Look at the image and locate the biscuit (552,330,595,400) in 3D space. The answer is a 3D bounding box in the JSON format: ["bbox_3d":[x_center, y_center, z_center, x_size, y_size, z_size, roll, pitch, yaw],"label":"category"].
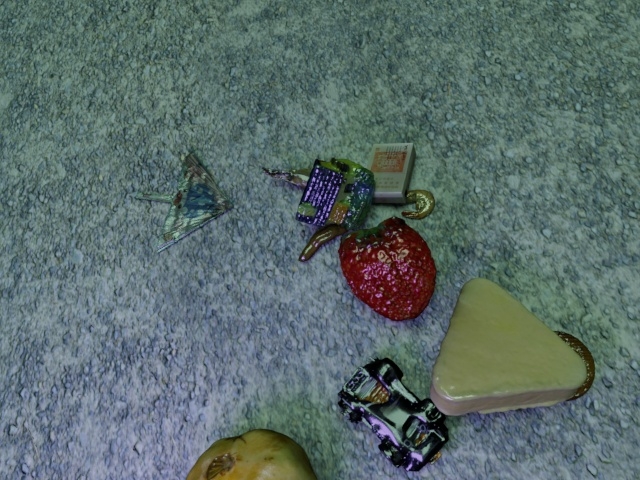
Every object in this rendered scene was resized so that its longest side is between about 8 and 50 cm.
[{"bbox_3d":[0.629,0.330,1.486,0.188,0.027,0.187,-4,65,9],"label":"biscuit"}]

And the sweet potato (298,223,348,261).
[{"bbox_3d":[-0.002,-0.001,1.736,0.182,0.054,0.053,-37,59,-5],"label":"sweet potato"}]

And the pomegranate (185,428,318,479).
[{"bbox_3d":[-0.162,0.623,1.347,0.333,0.332,0.332,-4,66,9],"label":"pomegranate"}]

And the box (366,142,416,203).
[{"bbox_3d":[0.214,-0.212,1.760,0.141,0.058,0.201,4,58,25],"label":"box"}]

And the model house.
[{"bbox_3d":[0.033,-0.138,1.657,0.170,0.211,0.194,35,114,30],"label":"model house"}]

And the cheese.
[{"bbox_3d":[0.485,0.299,1.429,0.384,0.104,0.384,-1,50,2],"label":"cheese"}]

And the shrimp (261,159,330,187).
[{"bbox_3d":[-0.057,-0.218,1.839,0.262,0.066,0.117,13,54,1],"label":"shrimp"}]

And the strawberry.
[{"bbox_3d":[0.189,0.090,1.568,0.239,0.250,0.288,-20,90,-6],"label":"strawberry"}]

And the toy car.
[{"bbox_3d":[0.188,0.455,1.460,0.193,0.118,0.301,-41,66,-15],"label":"toy car"}]

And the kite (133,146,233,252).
[{"bbox_3d":[-0.463,-0.137,1.902,0.369,0.014,0.406,7,69,14],"label":"kite"}]

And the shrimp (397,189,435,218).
[{"bbox_3d":[0.275,-0.109,1.748,0.163,0.045,0.095,-7,87,2],"label":"shrimp"}]
